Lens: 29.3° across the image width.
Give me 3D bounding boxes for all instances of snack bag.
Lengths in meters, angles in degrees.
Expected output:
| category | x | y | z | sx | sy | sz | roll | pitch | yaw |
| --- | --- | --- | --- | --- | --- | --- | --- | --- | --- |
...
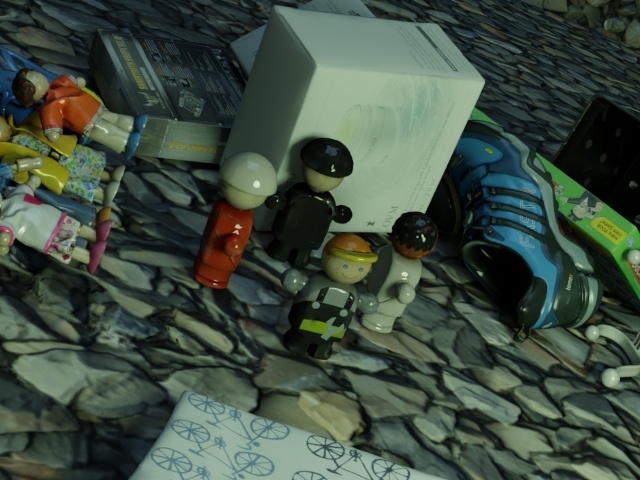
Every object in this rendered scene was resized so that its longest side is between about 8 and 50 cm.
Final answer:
| category | x | y | z | sx | sy | sz | roll | pitch | yaw |
| --- | --- | --- | --- | --- | --- | --- | --- | --- | --- |
| snack bag | 0.004 | 0.235 | 0.852 | 0.323 | 0.037 | 0.342 | 20 | 22 | 4 |

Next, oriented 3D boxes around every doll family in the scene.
| category | x | y | z | sx | sy | sz | roll | pitch | yaw |
| --- | --- | --- | --- | --- | --- | --- | --- | --- | --- |
| doll family | -0.282 | -0.055 | 1.190 | 0.163 | 0.118 | 0.263 | 24 | 41 | -14 |

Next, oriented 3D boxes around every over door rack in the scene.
| category | x | y | z | sx | sy | sz | roll | pitch | yaw |
| --- | --- | --- | --- | --- | --- | --- | --- | --- | --- |
| over door rack | 0.415 | 0.093 | 1.308 | 0.108 | 0.239 | 0.324 | 13 | 25 | -26 |

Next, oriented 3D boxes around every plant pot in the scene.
| category | x | y | z | sx | sy | sz | roll | pitch | yaw |
| --- | --- | --- | --- | --- | --- | --- | --- | --- | --- |
| plant pot | 0.455 | -0.076 | 1.794 | 0.188 | 0.187 | 0.167 | 40 | 16 | 34 |

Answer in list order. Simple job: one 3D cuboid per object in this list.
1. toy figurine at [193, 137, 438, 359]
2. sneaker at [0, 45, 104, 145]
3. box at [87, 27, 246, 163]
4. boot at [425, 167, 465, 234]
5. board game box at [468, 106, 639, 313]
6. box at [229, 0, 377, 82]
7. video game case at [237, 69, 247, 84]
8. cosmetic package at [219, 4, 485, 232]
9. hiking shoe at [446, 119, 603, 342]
| category | x | y | z | sx | sy | sz | roll | pitch | yaw |
| --- | --- | --- | --- | --- | --- | --- | --- | --- | --- |
| toy figurine | 0.000 | 0.000 | 1.245 | 0.209 | 0.148 | 0.213 | 36 | 26 | 27 |
| sneaker | -0.346 | -0.163 | 1.377 | 0.209 | 0.069 | 0.082 | 22 | 27 | -3 |
| box | -0.178 | -0.181 | 1.547 | 0.183 | 0.056 | 0.231 | 3 | 34 | -29 |
| boot | 0.094 | -0.069 | 1.599 | 0.137 | 0.077 | 0.198 | -7 | 37 | -23 |
| board game box | 0.315 | -0.037 | 1.605 | 0.317 | 0.046 | 0.213 | 45 | 1 | 41 |
| box | 0.005 | -0.211 | 1.576 | 0.182 | 0.119 | 0.181 | -28 | 40 | -3 |
| video game case | -0.149 | -0.212 | 1.714 | 0.173 | 0.022 | 0.190 | 30 | 26 | 15 |
| cosmetic package | 0.032 | -0.134 | 1.420 | 0.225 | 0.224 | 0.138 | 1 | 39 | -29 |
| hiking shoe | 0.217 | -0.026 | 1.467 | 0.132 | 0.113 | 0.304 | -8 | 56 | -36 |
